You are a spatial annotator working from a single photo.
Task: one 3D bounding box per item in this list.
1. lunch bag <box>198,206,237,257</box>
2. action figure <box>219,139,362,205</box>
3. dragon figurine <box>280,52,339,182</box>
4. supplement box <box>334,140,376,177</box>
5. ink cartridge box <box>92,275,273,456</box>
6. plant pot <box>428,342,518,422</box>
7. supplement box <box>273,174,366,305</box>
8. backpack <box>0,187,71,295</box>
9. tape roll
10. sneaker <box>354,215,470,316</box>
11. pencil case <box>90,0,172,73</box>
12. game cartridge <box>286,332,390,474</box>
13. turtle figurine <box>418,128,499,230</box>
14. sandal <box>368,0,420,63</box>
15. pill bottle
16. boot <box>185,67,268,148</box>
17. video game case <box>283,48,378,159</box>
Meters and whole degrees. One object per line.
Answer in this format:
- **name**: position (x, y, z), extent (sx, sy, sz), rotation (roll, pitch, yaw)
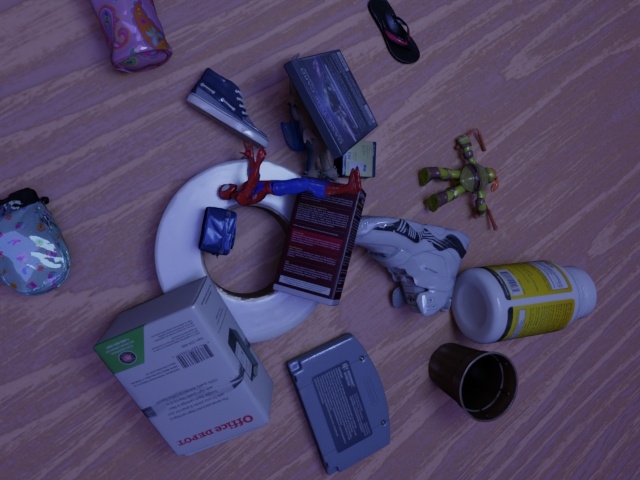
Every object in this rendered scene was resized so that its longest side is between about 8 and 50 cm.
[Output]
- **lunch bag**: position (-0.197, -0.014, 0.897), extent (0.065, 0.067, 0.099), rotation (10, 91, -19)
- **action figure**: position (-0.071, -0.139, 0.882), extent (0.280, 0.091, 0.139), rotation (-7, 99, 14)
- **dragon figurine**: position (-0.033, -0.248, 1.007), extent (0.085, 0.144, 0.289), rotation (-22, 81, -16)
- **supplement box**: position (0.079, -0.187, 1.066), extent (0.083, 0.056, 0.084), rotation (1, 93, -20)
- **ink cartridge box**: position (-0.247, 0.246, 0.888), extent (0.211, 0.122, 0.289), rotation (-22, 111, 8)
- **plant pot**: position (0.367, 0.335, 1.143), extent (0.166, 0.165, 0.167), rotation (-1, 94, -19)
- **supplement box**: position (0.000, 0.000, 0.937), extent (0.130, 0.073, 0.240), rotation (14, 89, 16)
- **backpack**: position (-0.536, 0.013, 0.828), extent (0.151, 0.115, 0.182), rotation (-31, 105, -18)
- **tape roll**: position (-0.154, 0.021, 0.988), extent (0.391, 0.072, 0.393), rotation (-1, 93, -19)
- **sneaker**: position (0.190, 0.061, 1.065), extent (0.365, 0.137, 0.211), rotation (9, 89, -30)
- **pencil case**: position (-0.379, -0.465, 0.856), extent (0.124, 0.124, 0.284), rotation (-22, 100, -17)
- **game cartridge**: position (0.055, 0.381, 1.095), extent (0.198, 0.062, 0.298), rotation (-22, 100, -22)
- **turtle figurine**: position (0.367, -0.138, 1.156), extent (0.217, 0.087, 0.270), rotation (-16, 98, -18)
- **sandal**: position (0.177, -0.498, 1.091), extent (0.067, 0.040, 0.179), rotation (-42, 105, -13)
- **pill bottle**: position (0.521, 0.149, 1.176), extent (0.333, 0.188, 0.188), rotation (-4, 95, -19)
- **boot**: position (-0.176, -0.275, 0.962), extent (0.189, 0.069, 0.086), rotation (31, 86, -17)
- **video game case**: position (0.034, -0.296, 0.964), extent (0.196, 0.026, 0.274), rotation (60, 32, -13)
